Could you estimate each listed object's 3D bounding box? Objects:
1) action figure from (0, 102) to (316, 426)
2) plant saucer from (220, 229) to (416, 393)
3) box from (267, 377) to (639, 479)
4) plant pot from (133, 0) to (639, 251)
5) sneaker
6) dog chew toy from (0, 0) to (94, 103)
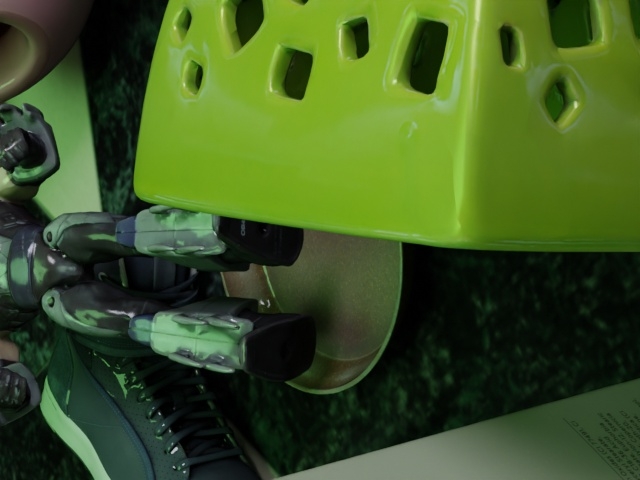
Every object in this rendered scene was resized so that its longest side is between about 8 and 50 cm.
[{"bbox_3d":[-0.142,0.015,1.117,0.285,0.099,0.185,2,97,33],"label":"action figure"},{"bbox_3d":[0.000,0.000,1.102,0.168,0.029,0.168,13,107,50],"label":"plant saucer"},{"bbox_3d":[0.068,0.147,0.838,0.113,0.275,0.094,50,134,35],"label":"box"},{"bbox_3d":[0.076,-0.107,0.834,0.227,0.228,0.207,8,95,52],"label":"plant pot"},{"bbox_3d":[-0.089,0.080,1.186,0.226,0.086,0.163,37,124,40],"label":"sneaker"},{"bbox_3d":[-0.262,-0.246,1.265,0.206,0.206,0.332,-48,52,45],"label":"dog chew toy"}]
